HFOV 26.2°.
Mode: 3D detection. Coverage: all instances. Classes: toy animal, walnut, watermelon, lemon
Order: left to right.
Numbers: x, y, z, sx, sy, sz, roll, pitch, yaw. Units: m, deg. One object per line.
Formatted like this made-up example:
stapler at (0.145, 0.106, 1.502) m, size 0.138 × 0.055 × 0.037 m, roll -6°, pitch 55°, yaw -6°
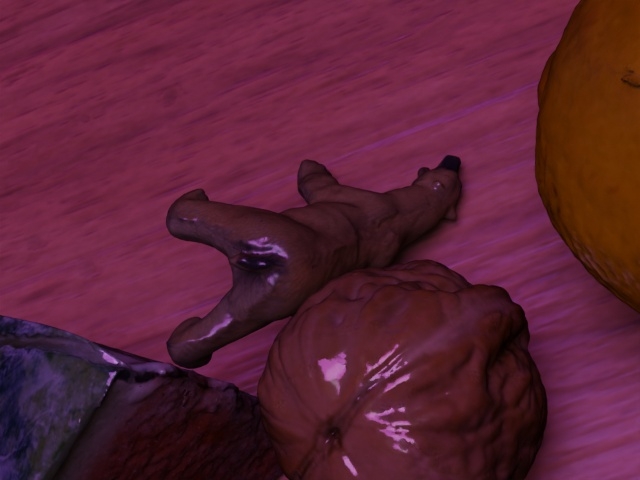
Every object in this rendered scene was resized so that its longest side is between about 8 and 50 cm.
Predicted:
watermelon at (-0.136, 0.146, 0.804) m, size 0.193 × 0.310 × 0.232 m, roll 15°, pitch 37°, yaw 22°
toy animal at (0.000, 0.000, 0.845) m, size 0.101 × 0.218 × 0.103 m, roll -13°, pitch 93°, yaw 40°
walnut at (0.053, 0.087, 0.776) m, size 0.155 × 0.184 × 0.155 m, roll 6°, pitch 103°, yaw 28°
lemon at (0.252, -0.057, 0.723) m, size 0.284 × 0.260 × 0.260 m, roll 41°, pitch 86°, yaw 25°
